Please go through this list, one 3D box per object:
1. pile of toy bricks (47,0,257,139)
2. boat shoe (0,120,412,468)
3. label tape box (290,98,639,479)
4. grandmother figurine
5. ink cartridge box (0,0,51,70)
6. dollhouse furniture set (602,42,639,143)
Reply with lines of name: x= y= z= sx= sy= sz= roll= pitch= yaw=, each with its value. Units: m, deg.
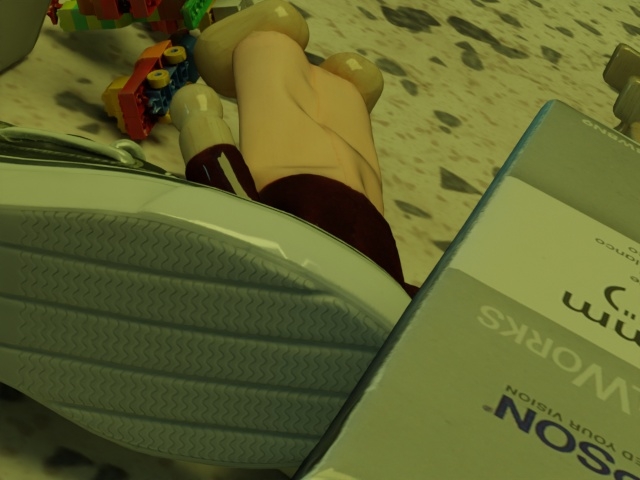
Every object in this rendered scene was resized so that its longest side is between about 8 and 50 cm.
pile of toy bricks: x=-0.123 y=-0.153 z=0.979 sx=0.105 sy=0.118 sz=0.212 roll=-1 pitch=33 yaw=17
boat shoe: x=-0.112 y=-0.003 z=0.646 sx=0.335 sy=0.121 sz=0.119 roll=16 pitch=31 yaw=1
label tape box: x=0.024 y=0.130 z=0.435 sx=0.115 sy=0.249 sz=0.348 roll=29 pitch=27 yaw=5
grandmother figurine: x=0.000 y=0.000 z=0.812 sx=0.207 sy=0.104 sz=0.342 roll=25 pitch=29 yaw=-18
ink cartridge box: x=-0.308 y=-0.192 z=0.840 sx=0.289 sy=0.121 sz=0.211 roll=28 pitch=27 yaw=3
dollhouse furniture set: x=0.183 y=0.059 z=0.771 sx=0.152 sy=0.201 sz=0.374 roll=25 pitch=21 yaw=-2
